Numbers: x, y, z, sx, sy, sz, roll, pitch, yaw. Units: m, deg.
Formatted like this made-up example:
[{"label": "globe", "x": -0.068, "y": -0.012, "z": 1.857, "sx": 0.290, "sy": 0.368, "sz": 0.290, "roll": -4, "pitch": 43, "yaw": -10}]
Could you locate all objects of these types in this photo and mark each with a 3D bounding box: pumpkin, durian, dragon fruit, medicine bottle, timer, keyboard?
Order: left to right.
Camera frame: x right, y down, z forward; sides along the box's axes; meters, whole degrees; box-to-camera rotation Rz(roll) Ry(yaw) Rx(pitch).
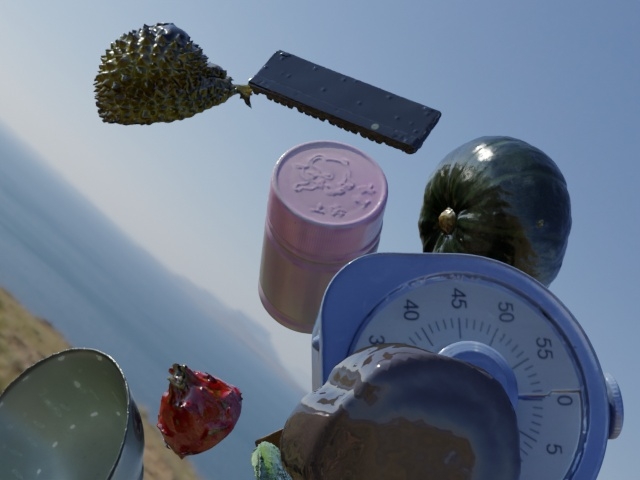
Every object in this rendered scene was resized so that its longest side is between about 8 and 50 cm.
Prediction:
[{"label": "durian", "x": -0.222, "y": -0.253, "z": 1.628, "sx": 0.193, "sy": 0.237, "sz": 0.138, "roll": -121, "pitch": -152, "yaw": -71}, {"label": "dragon fruit", "x": -0.216, "y": 0.262, "z": 1.757, "sx": 0.111, "sy": 0.153, "sz": 0.153, "roll": 54, "pitch": -12, "yaw": -34}, {"label": "medicine bottle", "x": 0.000, "y": 0.000, "z": 1.898, "sx": 0.202, "sy": 0.202, "sz": 0.316, "roll": 39, "pitch": -33, "yaw": 20}, {"label": "keyboard", "x": 0.027, "y": -0.163, "z": 1.282, "sx": 0.231, "sy": 0.072, "sz": 0.023, "roll": 24, "pitch": -32, "yaw": 22}, {"label": "timer", "x": 0.176, "y": 0.197, "z": 1.305, "sx": 0.395, "sy": 0.395, "sz": 0.173, "roll": 40, "pitch": -22, "yaw": 13}, {"label": "pumpkin", "x": 0.287, "y": -0.021, "z": 1.791, "sx": 0.207, "sy": 0.300, "sz": 0.300, "roll": 8, "pitch": 11, "yaw": -27}]

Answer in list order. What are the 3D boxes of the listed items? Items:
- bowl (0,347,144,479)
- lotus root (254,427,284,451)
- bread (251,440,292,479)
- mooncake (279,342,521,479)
[{"label": "bowl", "x": -0.370, "y": 0.344, "z": 1.639, "sx": 0.337, "sy": 0.337, "sz": 0.157, "roll": 34, "pitch": -8, "yaw": 49}, {"label": "lotus root", "x": -0.042, "y": 0.385, "z": 2.025, "sx": 0.159, "sy": 0.135, "sz": 0.095, "roll": 70, "pitch": -3, "yaw": -69}, {"label": "bread", "x": -0.051, "y": 0.424, "z": 1.541, "sx": 0.301, "sy": 0.045, "sz": 0.301, "roll": -11, "pitch": 90, "yaw": -88}, {"label": "mooncake", "x": 0.081, "y": 0.222, "z": 1.117, "sx": 0.245, "sy": 0.245, "sz": 0.133, "roll": 43, "pitch": -12, "yaw": -16}]
